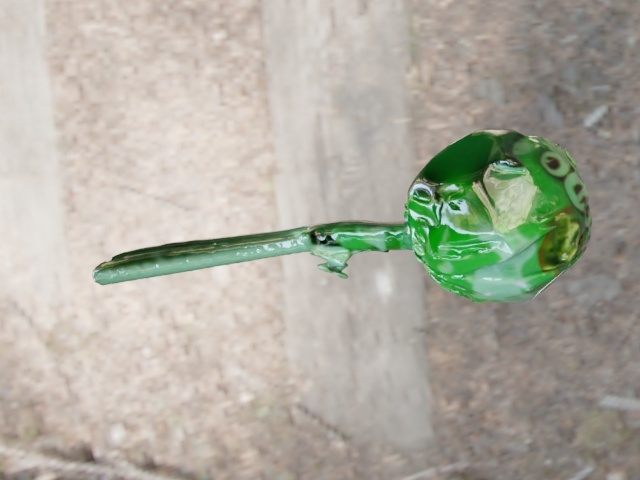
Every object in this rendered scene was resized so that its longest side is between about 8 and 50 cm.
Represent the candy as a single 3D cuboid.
[{"bbox_3d":[0.001,0.002,1.027,0.323,0.097,0.097,-8,92,31],"label":"candy"}]
